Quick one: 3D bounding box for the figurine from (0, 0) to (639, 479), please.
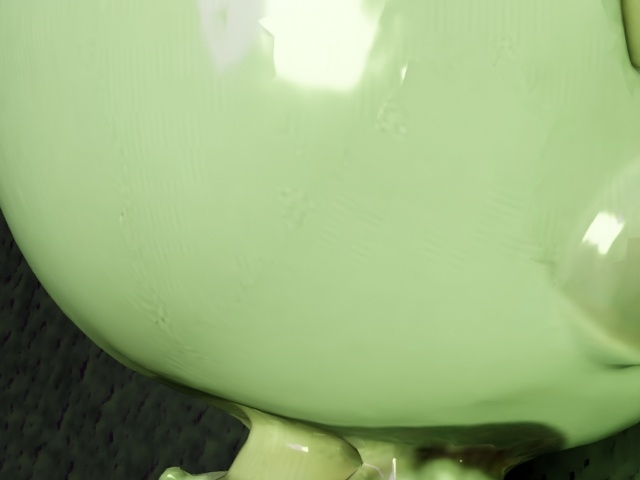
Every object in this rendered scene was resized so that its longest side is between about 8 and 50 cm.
[{"bbox_3d":[0.007,0.001,0.544,0.253,0.211,0.361,6,84,40],"label":"figurine"}]
